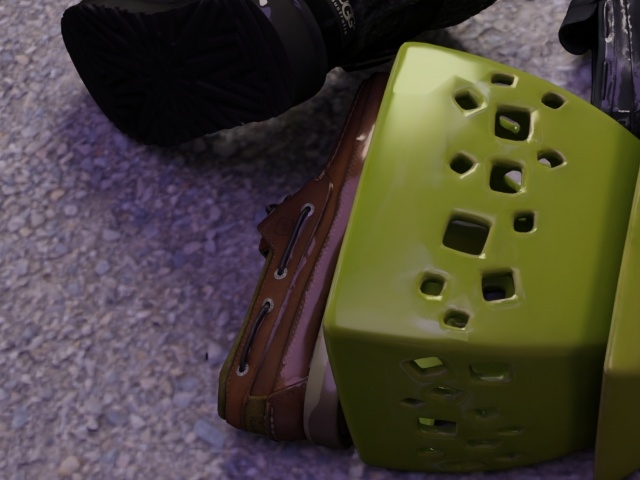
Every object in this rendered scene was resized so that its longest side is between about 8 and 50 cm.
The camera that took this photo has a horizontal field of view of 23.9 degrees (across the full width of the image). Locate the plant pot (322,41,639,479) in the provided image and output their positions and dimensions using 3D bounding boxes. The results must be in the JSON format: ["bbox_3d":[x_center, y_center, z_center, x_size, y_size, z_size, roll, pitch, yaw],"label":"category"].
[{"bbox_3d":[0.136,0.029,1.009,0.207,0.227,0.228,10,63,13],"label":"plant pot"}]

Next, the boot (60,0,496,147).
[{"bbox_3d":[-0.027,-0.187,1.221,0.260,0.131,0.348,-35,25,-32],"label":"boot"}]

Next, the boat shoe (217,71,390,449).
[{"bbox_3d":[0.000,0.000,1.123,0.104,0.111,0.307,7,62,17],"label":"boat shoe"}]

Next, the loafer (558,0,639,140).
[{"bbox_3d":[0.225,-0.176,1.189,0.078,0.076,0.223,-7,62,2],"label":"loafer"}]
